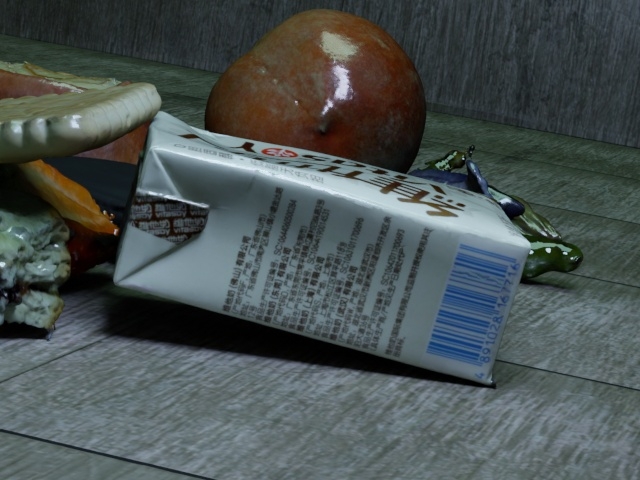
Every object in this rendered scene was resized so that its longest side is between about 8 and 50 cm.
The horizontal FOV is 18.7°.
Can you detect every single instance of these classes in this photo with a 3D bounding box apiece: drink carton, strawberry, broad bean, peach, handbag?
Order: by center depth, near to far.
[{"bbox_3d":[0.001,0.000,1.610,0.325,0.132,0.194,14,10,-8],"label":"drink carton"},{"bbox_3d":[-0.248,-0.015,1.683,0.140,0.085,0.192,42,10,-2],"label":"strawberry"},{"bbox_3d":[-0.196,-0.034,1.914,0.332,0.075,0.192,17,12,41],"label":"handbag"},{"bbox_3d":[0.162,-0.022,2.119,0.144,0.049,0.292,-24,34,-12],"label":"broad bean"},{"bbox_3d":[-0.001,-0.137,2.191,0.252,0.252,0.252,8,10,-1],"label":"peach"}]

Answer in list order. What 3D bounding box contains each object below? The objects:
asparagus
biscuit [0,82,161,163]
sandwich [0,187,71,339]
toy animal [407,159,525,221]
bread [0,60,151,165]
[{"bbox_3d":[0.174,-0.032,2.235,0.080,0.080,0.287,0,14,-39],"label":"asparagus"},{"bbox_3d":[-0.304,-0.083,1.573,0.325,0.044,0.217,-5,9,13],"label":"biscuit"},{"bbox_3d":[-0.294,0.025,1.425,0.254,0.099,0.288,4,10,-21],"label":"sandwich"},{"bbox_3d":[0.077,-0.009,1.850,0.185,0.122,0.298,7,-17,-44],"label":"toy animal"},{"bbox_3d":[-0.324,-0.143,2.295,0.244,0.123,0.190,10,9,12],"label":"bread"}]
